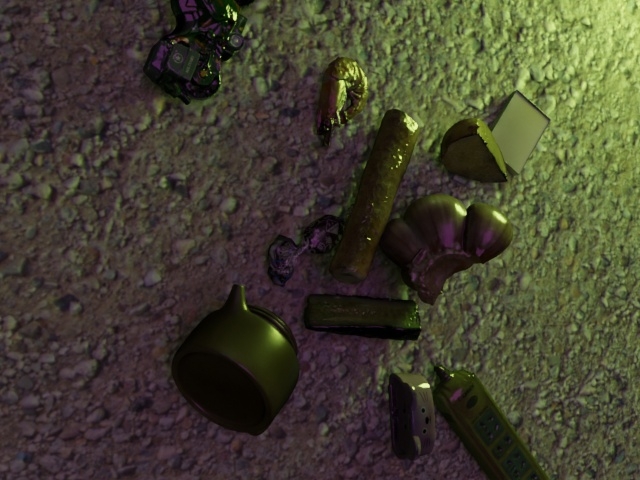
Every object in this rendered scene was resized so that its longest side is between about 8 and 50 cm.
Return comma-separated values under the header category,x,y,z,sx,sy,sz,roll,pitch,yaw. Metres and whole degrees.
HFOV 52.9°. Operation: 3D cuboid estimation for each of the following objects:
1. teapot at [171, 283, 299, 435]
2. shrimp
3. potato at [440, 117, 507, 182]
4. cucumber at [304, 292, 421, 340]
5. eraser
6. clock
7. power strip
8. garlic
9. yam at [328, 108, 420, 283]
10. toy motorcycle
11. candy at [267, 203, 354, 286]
category,x,y,z,sx,sy,sz,roll,pitch,yaw
teapot,-0.113,0.195,1.038,0.175,0.186,0.267,-50,136,-46
shrimp,0.037,-0.256,1.201,0.099,0.041,0.180,24,76,-31
potato,0.296,-0.182,1.264,0.172,0.101,0.089,36,46,-44
cucumber,0.072,0.144,1.163,0.211,0.062,0.078,3,50,-13
eraser,0.403,-0.221,1.329,0.104,0.023,0.150,37,74,-12
clock,0.166,0.314,1.147,0.050,0.110,0.152,-2,86,-16
power strip,0.332,0.387,1.224,0.092,0.066,0.387,-39,98,-21
garlic,0.214,-0.009,1.148,0.214,0.191,0.160,-42,106,12
yam,0.099,-0.080,1.147,0.081,0.081,0.356,28,65,-15
toy motorcycle,-0.218,-0.371,1.076,0.187,0.125,0.274,23,78,-25
candy,0.000,0.000,1.154,0.226,0.051,0.094,-31,103,-18
